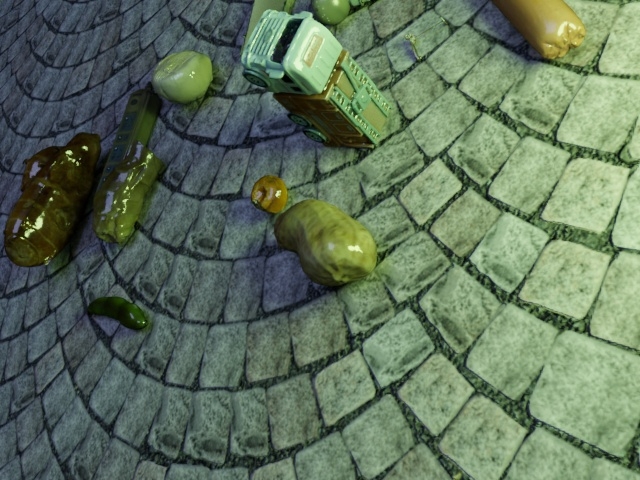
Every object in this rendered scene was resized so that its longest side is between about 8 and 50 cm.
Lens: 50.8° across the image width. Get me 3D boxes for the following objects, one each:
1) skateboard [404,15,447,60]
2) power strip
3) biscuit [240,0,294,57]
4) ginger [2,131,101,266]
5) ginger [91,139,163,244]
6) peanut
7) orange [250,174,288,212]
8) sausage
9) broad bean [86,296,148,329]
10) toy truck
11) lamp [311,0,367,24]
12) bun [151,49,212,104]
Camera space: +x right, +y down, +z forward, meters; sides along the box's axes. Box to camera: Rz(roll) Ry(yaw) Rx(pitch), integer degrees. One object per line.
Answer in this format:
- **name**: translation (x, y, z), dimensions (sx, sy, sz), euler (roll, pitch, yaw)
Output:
- **skateboard**: translation (0.214, -0.399, 1.327), dimensions (0.083, 0.032, 0.064), euler (-30, 61, 27)
- **power strip**: translation (-0.520, -0.268, 1.835), dimensions (0.092, 0.066, 0.387), euler (0, 67, 37)
- **biscuit**: translation (-0.130, -0.542, 1.677), dimensions (0.121, 0.040, 0.199), euler (-2, 67, 35)
- **ginger**: translation (-0.759, -0.109, 1.872), dimensions (0.254, 0.176, 0.418), euler (-7, 58, 41)
- **ginger**: translation (-0.496, -0.120, 1.703), dimensions (0.116, 0.109, 0.263), euler (15, 77, 41)
- **peanut**: translation (0.000, 0.000, 1.224), dimensions (0.253, 0.122, 0.137), euler (42, 104, 47)
- **orange**: translation (-0.101, -0.095, 1.399), dimensions (0.086, 0.062, 0.086), euler (-7, 80, 40)
- **sausage**: translation (0.359, -0.418, 1.177), dimensions (0.086, 0.086, 0.289), euler (-36, 50, 19)
- **broad bean**: translation (-0.474, 0.165, 1.578), dimensions (0.254, 0.046, 0.065), euler (6, 78, 43)
- **toy truck**: translation (0.003, -0.289, 1.253), dimensions (0.162, 0.305, 0.136), euler (17, 79, 38)
- **lamp**: translation (0.062, -0.536, 1.493), dimensions (0.163, 0.091, 0.091), euler (-11, 60, 19)
- **bun**: translation (-0.355, -0.423, 1.759), dimensions (0.188, 0.111, 0.164), euler (22, 65, 47)
